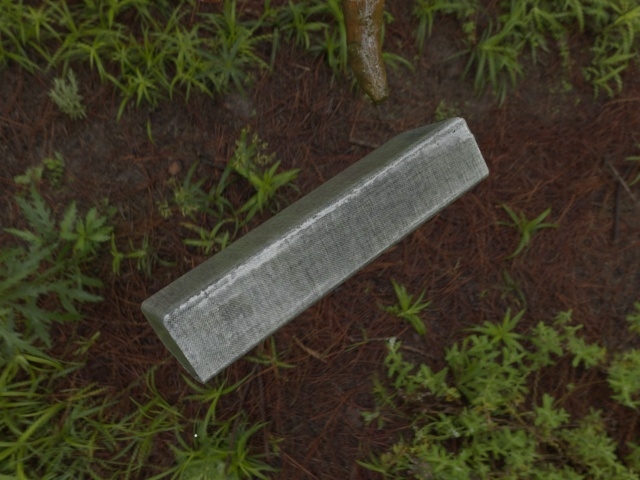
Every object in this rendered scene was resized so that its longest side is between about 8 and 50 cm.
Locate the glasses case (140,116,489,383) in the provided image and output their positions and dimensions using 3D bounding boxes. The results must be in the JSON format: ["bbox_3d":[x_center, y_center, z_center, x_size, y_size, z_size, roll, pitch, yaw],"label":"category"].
[{"bbox_3d":[0.000,0.000,0.389,0.205,0.071,0.047,-35,104,-19],"label":"glasses case"}]

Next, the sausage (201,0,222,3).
[{"bbox_3d":[-0.175,-0.335,0.836,0.158,0.036,0.042,16,75,-48],"label":"sausage"}]

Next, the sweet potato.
[{"bbox_3d":[0.068,-0.339,1.043,0.075,0.273,0.075,-4,37,3],"label":"sweet potato"}]
